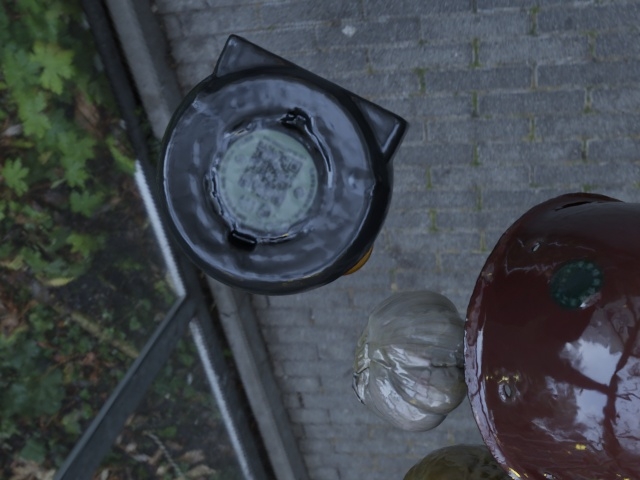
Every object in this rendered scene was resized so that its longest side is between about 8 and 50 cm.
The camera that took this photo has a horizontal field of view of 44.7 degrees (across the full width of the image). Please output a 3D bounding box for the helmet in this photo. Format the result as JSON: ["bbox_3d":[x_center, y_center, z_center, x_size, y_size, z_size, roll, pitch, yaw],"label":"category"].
[{"bbox_3d":[0.354,0.117,0.755,0.385,0.338,0.230,22,168,-20],"label":"helmet"}]

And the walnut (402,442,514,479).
[{"bbox_3d":[0.248,0.443,1.171,0.277,0.313,0.252,16,97,28],"label":"walnut"}]

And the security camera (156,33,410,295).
[{"bbox_3d":[-0.029,-0.058,0.742,0.197,0.277,0.191,26,97,3],"label":"security camera"}]

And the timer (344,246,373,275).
[{"bbox_3d":[0.000,0.000,1.306,0.132,0.132,0.152,43,159,-13],"label":"timer"}]

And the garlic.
[{"bbox_3d":[0.131,0.180,1.185,0.152,0.228,0.228,18,125,-18],"label":"garlic"}]
